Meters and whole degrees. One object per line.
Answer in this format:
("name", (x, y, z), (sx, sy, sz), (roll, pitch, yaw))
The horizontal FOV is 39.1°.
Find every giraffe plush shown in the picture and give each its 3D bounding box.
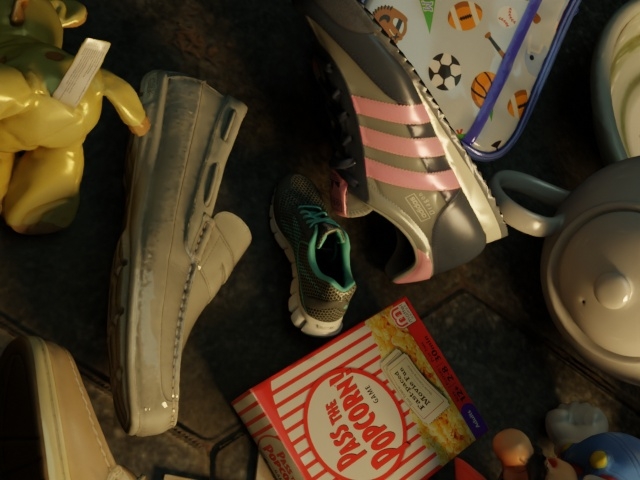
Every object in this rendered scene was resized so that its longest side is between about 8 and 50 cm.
("giraffe plush", (-0.249, -0.128, 0.697), (0.181, 0.210, 0.171), (30, 26, -51))

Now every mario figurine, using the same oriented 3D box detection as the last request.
("mario figurine", (0.238, 0.196, 0.796), (0.320, 0.198, 0.170), (-15, 56, -17))

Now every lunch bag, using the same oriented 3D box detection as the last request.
("lunch bag", (0.148, -0.242, 0.931), (0.243, 0.115, 0.303), (29, 82, -15))

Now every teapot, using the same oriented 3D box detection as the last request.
("teapot", (0.308, 0.032, 0.870), (0.187, 0.256, 0.253), (-8, 87, -49))

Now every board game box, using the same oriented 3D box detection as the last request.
("board game box", (0.039, 0.155, 0.792), (0.193, 0.045, 0.147), (-27, 81, -37))

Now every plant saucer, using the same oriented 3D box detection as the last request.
("plant saucer", (0.463, -0.110, 1.110), (0.400, 0.100, 0.401), (11, 66, -25))

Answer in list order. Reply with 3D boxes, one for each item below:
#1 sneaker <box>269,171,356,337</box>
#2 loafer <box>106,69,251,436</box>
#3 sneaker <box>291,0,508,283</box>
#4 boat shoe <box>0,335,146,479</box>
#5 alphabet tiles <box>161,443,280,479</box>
("sneaker", (0.000, 0.000, 0.813), (0.064, 0.076, 0.167), (-1, 58, -25))
("loafer", (-0.111, 0.002, 0.741), (0.111, 0.112, 0.320), (9, 65, -16))
("sneaker", (0.045, -0.091, 0.813), (0.131, 0.112, 0.319), (-34, 111, 5))
("boat shoe", (-0.157, 0.211, 0.637), (0.098, 0.109, 0.302), (-9, 77, -40))
("alphabet tiles", (-0.027, 0.271, 0.737), (0.237, 0.009, 0.198), (18, 63, -22))
